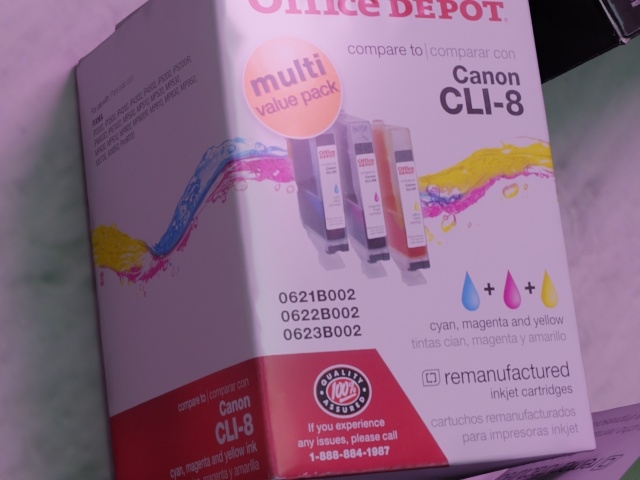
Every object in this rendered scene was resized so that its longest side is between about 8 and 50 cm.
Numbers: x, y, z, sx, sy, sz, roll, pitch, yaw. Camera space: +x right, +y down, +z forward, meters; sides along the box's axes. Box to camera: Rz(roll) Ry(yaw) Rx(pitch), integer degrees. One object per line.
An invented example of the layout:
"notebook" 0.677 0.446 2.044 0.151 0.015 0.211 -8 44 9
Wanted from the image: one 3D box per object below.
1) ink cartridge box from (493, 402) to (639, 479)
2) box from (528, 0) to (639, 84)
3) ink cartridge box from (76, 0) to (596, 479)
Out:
"ink cartridge box" 0.052 0.171 0.588 0.289 0.211 0.121 -34 92 -22
"box" 0.118 -0.123 0.759 0.180 0.147 0.077 -30 93 -30
"ink cartridge box" 0.000 0.000 0.675 0.128 0.127 0.176 -2 77 -28
